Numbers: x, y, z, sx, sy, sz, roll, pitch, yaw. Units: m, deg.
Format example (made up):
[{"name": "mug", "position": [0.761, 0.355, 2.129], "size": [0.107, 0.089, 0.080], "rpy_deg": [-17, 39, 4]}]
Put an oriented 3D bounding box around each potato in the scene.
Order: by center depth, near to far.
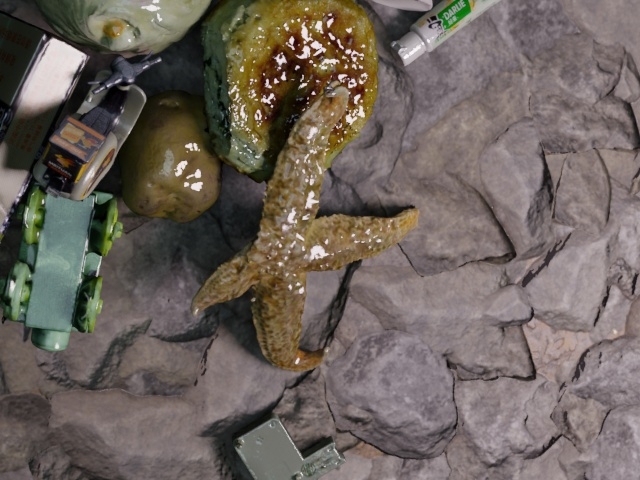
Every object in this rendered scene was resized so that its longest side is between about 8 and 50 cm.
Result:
[{"name": "potato", "position": [-0.226, -0.128, 1.871], "size": [0.154, 0.137, 0.201], "rpy_deg": [3, 98, -41]}]

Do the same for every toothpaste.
[{"name": "toothpaste", "position": [0.242, -0.382, 1.948], "size": [0.314, 0.056, 0.058], "rpy_deg": [-39, 141, -5]}]

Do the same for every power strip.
[{"name": "power strip", "position": [-0.031, 0.373, 1.999], "size": [0.145, 0.061, 0.216], "rpy_deg": [-31, 101, -2]}]

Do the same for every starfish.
[{"name": "starfish", "position": [0.000, 0.000, 1.892], "size": [0.324, 0.082, 0.432], "rpy_deg": [29, 97, -36]}]

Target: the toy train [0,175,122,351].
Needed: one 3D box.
[{"name": "toy train", "position": [-0.385, 0.024, 1.838], "size": [0.159, 0.188, 0.272], "rpy_deg": [10, 93, -11]}]

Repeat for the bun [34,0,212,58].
[{"name": "bun", "position": [-0.289, -0.343, 1.752], "size": [0.283, 0.283, 0.179], "rpy_deg": [8, 73, -9]}]

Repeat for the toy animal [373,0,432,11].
[{"name": "toy animal", "position": [0.133, -0.471, 1.890], "size": [0.130, 0.104, 0.221], "rpy_deg": [12, 95, -9]}]

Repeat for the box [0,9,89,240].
[{"name": "box", "position": [-0.471, -0.168, 1.791], "size": [0.084, 0.198, 0.310], "rpy_deg": [24, 93, -42]}]

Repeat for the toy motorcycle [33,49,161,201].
[{"name": "toy motorcycle", "position": [-0.314, -0.162, 1.744], "size": [0.091, 0.263, 0.157], "rpy_deg": [31, 136, -6]}]

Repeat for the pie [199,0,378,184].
[{"name": "pie", "position": [-0.042, -0.248, 1.859], "size": [0.288, 0.103, 0.355], "rpy_deg": [-9, 104, -35]}]
